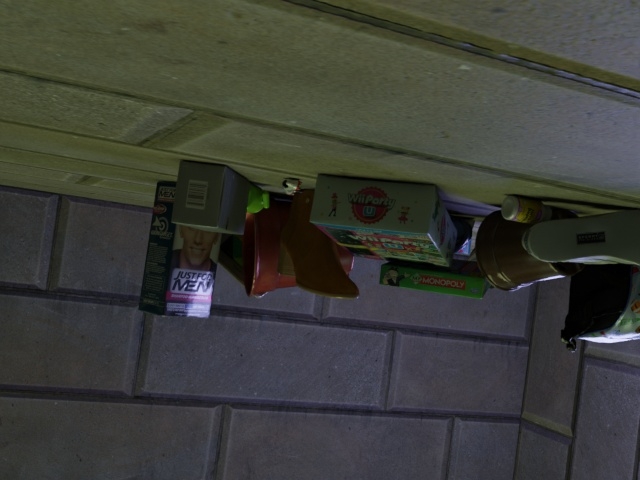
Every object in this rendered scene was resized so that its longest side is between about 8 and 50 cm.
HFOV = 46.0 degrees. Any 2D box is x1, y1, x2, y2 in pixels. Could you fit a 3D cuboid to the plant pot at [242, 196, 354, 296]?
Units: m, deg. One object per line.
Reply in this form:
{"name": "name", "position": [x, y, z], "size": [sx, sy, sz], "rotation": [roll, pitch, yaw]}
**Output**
{"name": "plant pot", "position": [-0.060, 0.009, 1.987], "size": [0.264, 0.273, 0.272], "rotation": [-1, 180, -13]}

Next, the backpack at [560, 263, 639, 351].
{"name": "backpack", "position": [0.616, 0.088, 1.524], "size": [0.213, 0.277, 0.263], "rotation": [3, 171, 1]}

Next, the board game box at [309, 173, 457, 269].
{"name": "board game box", "position": [0.132, -0.030, 1.466], "size": [0.223, 0.098, 0.303], "rotation": [7, 168, 20]}

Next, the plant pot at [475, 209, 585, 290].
{"name": "plant pot", "position": [0.419, 0.011, 1.469], "size": [0.166, 0.167, 0.165], "rotation": [9, 169, -29]}

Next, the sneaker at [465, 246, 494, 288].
{"name": "sneaker", "position": [0.473, 0.006, 1.880], "size": [0.122, 0.146, 0.330], "rotation": [34, 146, -17]}

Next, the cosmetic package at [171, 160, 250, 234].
{"name": "cosmetic package", "position": [-0.219, -0.082, 1.545], "size": [0.107, 0.127, 0.238], "rotation": [7, 180, 9]}

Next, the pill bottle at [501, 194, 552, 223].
{"name": "pill bottle", "position": [0.361, -0.052, 1.317], "size": [0.083, 0.044, 0.043], "rotation": [8, 178, -21]}

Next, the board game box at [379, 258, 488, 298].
{"name": "board game box", "position": [0.270, 0.074, 1.679], "size": [0.213, 0.046, 0.317], "rotation": [6, -175, 16]}

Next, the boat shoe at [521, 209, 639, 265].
{"name": "boat shoe", "position": [0.483, 0.000, 1.303], "size": [0.267, 0.096, 0.088], "rotation": [-6, -178, 3]}

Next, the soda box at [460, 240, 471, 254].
{"name": "soda box", "position": [0.390, -0.003, 2.235], "size": [0.067, 0.071, 0.210], "rotation": [7, 178, 26]}

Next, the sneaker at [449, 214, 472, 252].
{"name": "sneaker", "position": [0.228, -0.025, 1.804], "size": [0.261, 0.104, 0.125], "rotation": [6, 176, 25]}

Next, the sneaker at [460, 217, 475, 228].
{"name": "sneaker", "position": [0.350, -0.034, 1.910], "size": [0.061, 0.054, 0.152], "rotation": [17, 173, 5]}

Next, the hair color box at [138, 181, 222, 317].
{"name": "hair color box", "position": [-0.365, 0.028, 2.019], "size": [0.105, 0.348, 0.173], "rotation": [7, 178, 37]}

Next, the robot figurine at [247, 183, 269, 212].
{"name": "robot figurine", "position": [-0.165, -0.097, 1.718], "size": [0.101, 0.067, 0.115], "rotation": [13, 180, 18]}

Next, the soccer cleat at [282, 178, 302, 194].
{"name": "soccer cleat", "position": [-0.064, -0.111, 1.534], "size": [0.035, 0.029, 0.083], "rotation": [17, 172, -15]}

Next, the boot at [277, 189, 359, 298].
{"name": "boot", "position": [0.000, 0.000, 1.661], "size": [0.104, 0.211, 0.295], "rotation": [7, -171, -36]}

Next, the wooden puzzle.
{"name": "wooden puzzle", "position": [-0.172, 0.017, 2.126], "size": [0.221, 0.238, 0.044], "rotation": [41, 154, 15]}
